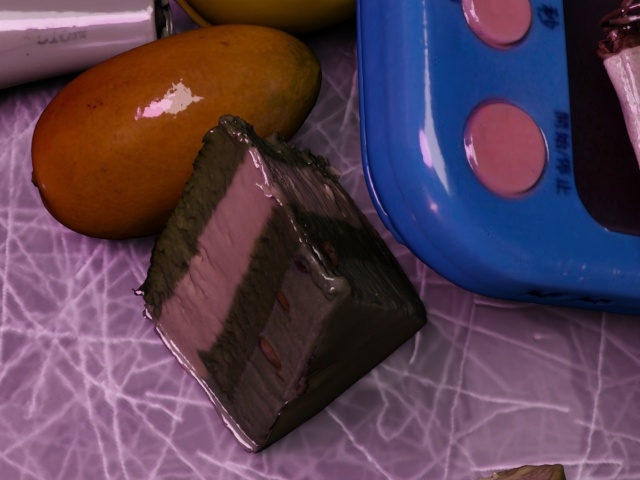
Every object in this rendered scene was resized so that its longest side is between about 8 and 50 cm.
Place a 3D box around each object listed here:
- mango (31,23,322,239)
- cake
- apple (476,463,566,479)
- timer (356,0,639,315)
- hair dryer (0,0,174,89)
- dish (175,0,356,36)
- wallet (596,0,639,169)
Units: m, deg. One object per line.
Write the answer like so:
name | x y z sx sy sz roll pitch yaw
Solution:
mango | -0.106 -0.079 1.121 0.221 0.151 0.120 -28 78 27
cake | 0.000 -0.001 1.063 0.172 0.283 0.158 -33 77 -25
apple | 0.062 0.246 1.036 0.265 0.193 0.120 -31 87 -10
timer | 0.166 -0.118 1.112 0.309 0.115 0.340 7 72 -30
hair dryer | -0.241 -0.215 1.163 0.296 0.119 0.298 17 101 3
dish | -0.067 -0.233 1.185 0.262 0.108 0.221 41 39 12
wallet | 0.324 -0.040 1.091 0.335 0.068 0.275 -6 81 -41
